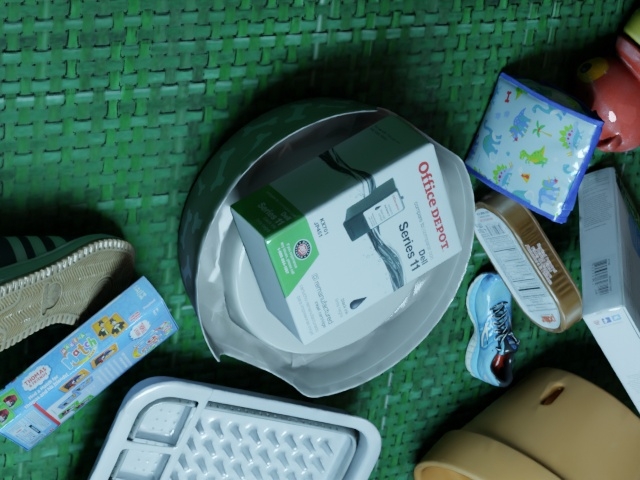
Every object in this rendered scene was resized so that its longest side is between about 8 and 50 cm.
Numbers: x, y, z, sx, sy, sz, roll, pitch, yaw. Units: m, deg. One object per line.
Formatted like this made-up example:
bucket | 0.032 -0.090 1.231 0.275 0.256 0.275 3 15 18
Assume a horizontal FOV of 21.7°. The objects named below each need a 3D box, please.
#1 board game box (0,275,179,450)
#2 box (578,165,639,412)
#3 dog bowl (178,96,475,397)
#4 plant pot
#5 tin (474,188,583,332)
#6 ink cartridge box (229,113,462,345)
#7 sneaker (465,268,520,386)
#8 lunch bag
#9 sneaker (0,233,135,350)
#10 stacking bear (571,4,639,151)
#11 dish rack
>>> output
board game box | -0.247 0.132 1.747 0.211 0.039 0.160 -38 168 -8
box | 0.403 0.097 2.076 0.058 0.232 0.322 -15 134 22
dog bowl | 0.000 0.000 1.844 0.348 0.102 0.349 -15 123 -24
plant pot | 0.292 0.299 2.096 0.203 0.291 0.291 -49 132 -20
tin | 0.242 0.026 1.977 0.040 0.106 0.190 -35 97 -15
ink cartridge box | 0.030 -0.013 1.734 0.208 0.087 0.153 -31 128 -15
sneaker | 0.223 0.108 2.060 0.063 0.073 0.162 -16 120 -24
lunch bag | 0.254 -0.106 1.911 0.096 0.151 0.129 7 110 -34
sneaker | -0.317 0.029 1.680 0.282 0.153 0.099 -20 128 -59
stacking bear | 0.413 -0.223 1.952 0.289 0.175 0.164 -42 123 7
dish rack | -0.121 0.283 1.916 0.332 0.072 0.286 14 112 -29
